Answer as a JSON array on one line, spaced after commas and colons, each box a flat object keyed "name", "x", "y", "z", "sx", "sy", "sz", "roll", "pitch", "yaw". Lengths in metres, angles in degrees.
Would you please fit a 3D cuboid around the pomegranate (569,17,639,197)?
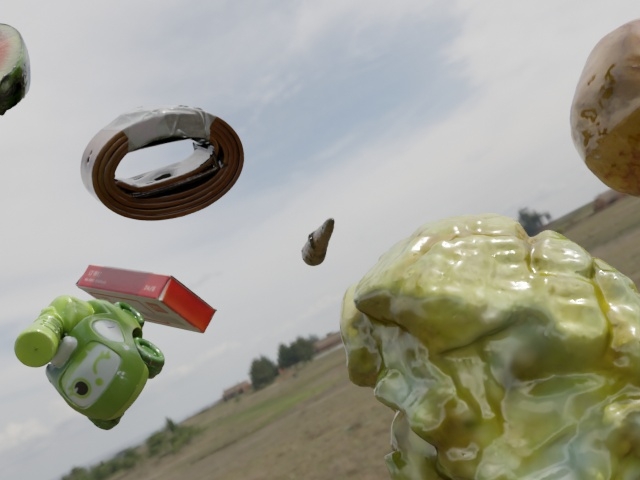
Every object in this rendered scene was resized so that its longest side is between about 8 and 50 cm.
[{"name": "pomegranate", "x": 0.447, "y": -0.178, "z": 1.141, "sx": 0.248, "sy": 0.248, "sz": 0.248, "roll": -26, "pitch": -7, "yaw": -3}]

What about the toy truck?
[{"name": "toy truck", "x": -0.347, "y": 0.155, "z": 1.240, "sx": 0.148, "sy": 0.210, "sz": 0.187, "roll": -52, "pitch": 28, "yaw": 8}]

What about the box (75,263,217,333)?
[{"name": "box", "x": -0.294, "y": 0.095, "z": 1.418, "sx": 0.229, "sy": 0.050, "sz": 0.123, "roll": 5, "pitch": -29, "yaw": 39}]

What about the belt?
[{"name": "belt", "x": -0.262, "y": -0.133, "z": 1.420, "sx": 0.261, "sy": 0.184, "sz": 0.105, "roll": -22, "pitch": 19, "yaw": -21}]

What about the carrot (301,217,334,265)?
[{"name": "carrot", "x": 0.000, "y": 0.000, "z": 1.497, "sx": 0.049, "sy": 0.049, "sz": 0.254, "roll": -25, "pitch": -11, "yaw": -15}]

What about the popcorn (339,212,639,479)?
[{"name": "popcorn", "x": 0.180, "y": 0.135, "z": 0.845, "sx": 0.293, "sy": 0.334, "sz": 0.292, "roll": -16, "pitch": 0, "yaw": 13}]

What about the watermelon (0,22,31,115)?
[{"name": "watermelon", "x": -0.485, "y": -0.256, "z": 1.248, "sx": 0.119, "sy": 0.245, "sz": 0.063, "roll": -15, "pitch": -43, "yaw": -13}]
